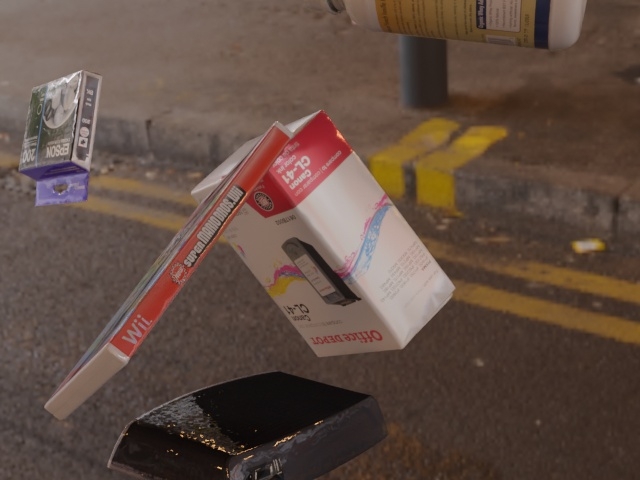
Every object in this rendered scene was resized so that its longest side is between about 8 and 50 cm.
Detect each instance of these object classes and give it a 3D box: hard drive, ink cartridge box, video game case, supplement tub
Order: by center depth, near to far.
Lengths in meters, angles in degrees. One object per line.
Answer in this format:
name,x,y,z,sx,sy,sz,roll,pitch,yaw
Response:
video game case,-0.141,0.028,0.979,0.204,0.025,0.285,-39,15,54
hard drive,-0.063,0.186,1.032,0.172,0.054,0.255,10,12,34
supplement tub,0.150,-0.344,1.199,0.316,0.228,0.228,9,27,13
ink cartridge box,0.000,0.000,1.406,0.131,0.306,0.226,-43,14,-29
ink cartridge box,-0.433,-0.163,1.734,0.045,0.208,0.206,10,-8,-38
